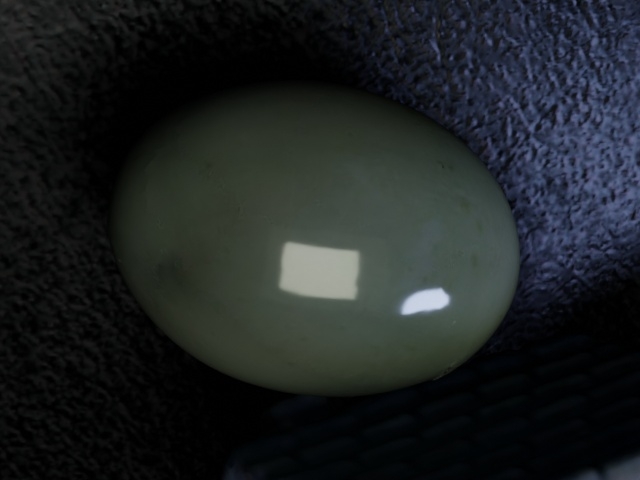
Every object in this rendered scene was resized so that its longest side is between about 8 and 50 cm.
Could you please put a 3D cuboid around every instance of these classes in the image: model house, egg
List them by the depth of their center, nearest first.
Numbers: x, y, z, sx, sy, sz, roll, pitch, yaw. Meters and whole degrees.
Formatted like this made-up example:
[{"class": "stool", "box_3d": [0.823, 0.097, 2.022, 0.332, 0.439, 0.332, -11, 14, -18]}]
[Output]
[{"class": "egg", "box_3d": [0.000, 0.000, 1.046, 0.282, 0.203, 0.203, 16, 110, -26]}, {"class": "model house", "box_3d": [0.131, 0.277, 1.126, 0.395, 0.400, 0.445, -20, 153, -34]}]

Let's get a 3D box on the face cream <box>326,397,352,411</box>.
[{"class": "face cream", "box_3d": [0.042, 0.087, 1.214, 0.115, 0.020, 0.038, -41, 121, 3]}]
